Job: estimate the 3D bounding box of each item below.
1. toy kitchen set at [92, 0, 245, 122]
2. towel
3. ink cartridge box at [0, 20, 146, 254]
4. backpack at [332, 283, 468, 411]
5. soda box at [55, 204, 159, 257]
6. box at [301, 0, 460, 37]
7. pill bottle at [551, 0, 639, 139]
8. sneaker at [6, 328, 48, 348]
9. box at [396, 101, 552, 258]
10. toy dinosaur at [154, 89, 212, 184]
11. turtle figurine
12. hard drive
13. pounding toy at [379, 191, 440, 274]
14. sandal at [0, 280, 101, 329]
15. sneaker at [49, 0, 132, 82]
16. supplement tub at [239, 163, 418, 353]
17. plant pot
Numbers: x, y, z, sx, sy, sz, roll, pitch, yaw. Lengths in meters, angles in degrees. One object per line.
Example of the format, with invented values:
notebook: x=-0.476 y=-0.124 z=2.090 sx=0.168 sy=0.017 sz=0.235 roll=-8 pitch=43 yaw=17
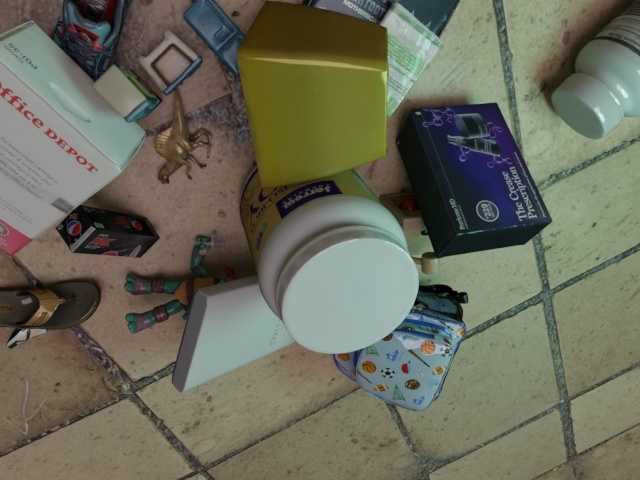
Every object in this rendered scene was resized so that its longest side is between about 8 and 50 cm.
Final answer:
toy kitchen set: x=-0.198 y=-0.250 z=0.688 sx=0.207 sy=0.166 sz=0.122 roll=-43 pitch=111 yaw=3
towel: x=0.118 y=-0.301 z=0.790 sx=0.113 sy=0.023 sz=0.152 roll=28 pitch=111 yaw=-25
ink cartridge box: x=-0.429 y=-0.131 z=0.673 sx=0.283 sy=0.117 sz=0.207 roll=-28 pitch=123 yaw=24
backpack: x=0.157 y=0.222 z=1.019 sx=0.263 sy=0.213 sz=0.276 roll=18 pitch=110 yaw=8
soda box: x=-0.350 y=-0.011 z=0.787 sx=0.060 sy=0.169 sz=0.053 roll=-43 pitch=76 yaw=8
box: x=0.095 y=-0.383 z=0.783 sx=0.232 sy=0.059 sz=0.183 roll=21 pitch=109 yaw=-26
pill bottle: x=0.609 y=-0.350 z=0.886 sx=0.318 sy=0.176 sz=0.176 roll=-43 pitch=120 yaw=8
sneaker: x=-0.548 y=0.173 z=0.891 sx=0.109 sy=0.040 sz=0.044 roll=-39 pitch=122 yaw=6
box: x=0.269 y=-0.115 z=0.856 sx=0.184 sy=0.261 sz=0.103 roll=-9 pitch=156 yaw=-10
toy dinosaur: x=-0.234 y=-0.170 z=0.800 sx=0.092 sy=0.053 sz=0.183 roll=9 pitch=114 yaw=-19
turtle figurine: x=-0.243 y=0.094 z=0.885 sx=0.234 sy=0.175 sz=0.118 roll=-14 pitch=138 yaw=0
hard drive: x=-0.129 y=0.155 z=0.908 sx=0.307 sy=0.040 sz=0.203 roll=-10 pitch=126 yaw=-52
pounding toy: x=0.183 y=-0.023 z=0.910 sx=0.181 sy=0.206 sz=0.094 roll=-6 pitch=118 yaw=-13
sandal: x=-0.515 y=0.114 z=0.842 sx=0.219 sy=0.060 sz=0.090 roll=2 pitch=76 yaw=-11
sneaker: x=-0.336 y=-0.296 z=0.663 sx=0.104 sy=0.125 sz=0.262 roll=14 pitch=111 yaw=-22
supplement tub: x=0.000 y=0.000 z=0.787 sx=0.241 sy=0.331 sz=0.241 roll=-8 pitch=123 yaw=-13
plant pot: x=0.007 y=-0.220 z=0.700 sx=0.187 sy=0.212 sz=0.212 roll=1 pitch=133 yaw=7
